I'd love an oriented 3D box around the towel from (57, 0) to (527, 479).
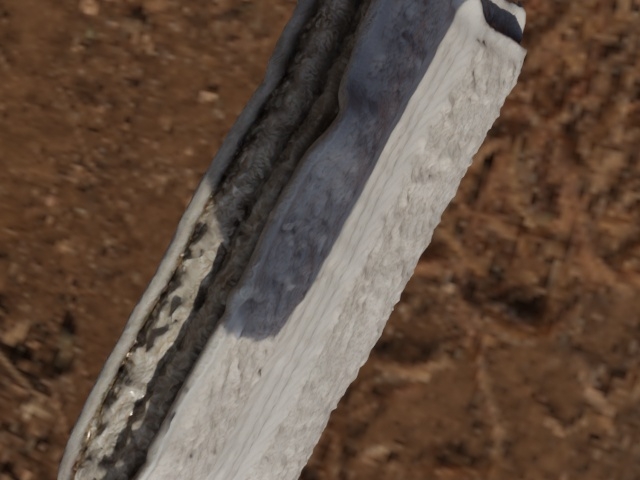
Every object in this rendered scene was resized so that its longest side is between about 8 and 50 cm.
[{"bbox_3d":[0.000,0.000,0.774,0.282,0.049,0.187,-62,158,0],"label":"towel"}]
